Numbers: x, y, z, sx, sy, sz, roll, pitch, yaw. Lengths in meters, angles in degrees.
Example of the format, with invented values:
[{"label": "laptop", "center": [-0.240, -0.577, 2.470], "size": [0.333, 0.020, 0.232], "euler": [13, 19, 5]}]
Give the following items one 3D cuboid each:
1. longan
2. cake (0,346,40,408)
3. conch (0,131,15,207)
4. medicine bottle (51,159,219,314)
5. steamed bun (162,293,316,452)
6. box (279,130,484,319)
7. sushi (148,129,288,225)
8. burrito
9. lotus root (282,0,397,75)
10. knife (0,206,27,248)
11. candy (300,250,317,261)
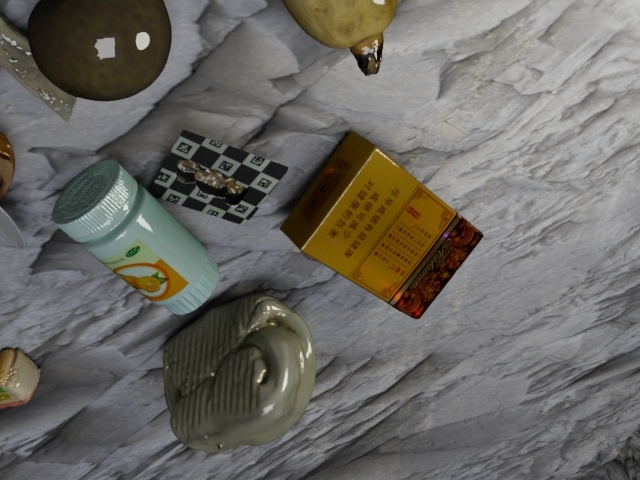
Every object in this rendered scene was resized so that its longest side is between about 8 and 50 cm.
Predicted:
[{"label": "longan", "center": [-0.326, -0.307, 0.943], "size": [0.212, 0.198, 0.198], "euler": [-37, 132, -9]}, {"label": "cake", "center": [-0.737, 0.331, 1.361], "size": [0.225, 0.090, 0.109], "euler": [-25, 135, 0]}, {"label": "conch", "center": [-0.582, -0.135, 1.058], "size": [0.109, 0.093, 0.330], "euler": [-19, 154, -29]}, {"label": "medicine bottle", "center": [-0.341, 0.006, 1.205], "size": [0.158, 0.158, 0.318], "euler": [-34, 131, 7]}, {"label": "steamed bun", "center": [-0.170, 0.316, 1.408], "size": [0.368, 0.342, 0.255], "euler": [-24, 137, 22]}, {"label": "box", "center": [0.147, -0.016, 1.369], "size": [0.415, 0.116, 0.264], "euler": [31, 98, -38]}, {"label": "sushi", "center": [-0.200, -0.133, 1.218], "size": [0.215, 0.050, 0.192], "euler": [18, 135, -27]}, {"label": "burrito", "center": [-0.463, -0.285, 0.989], "size": [0.087, 0.060, 0.226], "euler": [-34, 132, 14]}, {"label": "lotus root", "center": [0.037, -0.402, 1.018], "size": [0.183, 0.182, 0.310], "euler": [-34, 133, 7]}, {"label": "knife", "center": [-0.595, -0.086, 1.027], "size": [0.081, 0.043, 0.336], "euler": [-9, 144, 23]}, {"label": "candy", "center": [0.000, 0.000, 1.407], "size": [0.103, 0.043, 0.103], "euler": [-12, 131, -14]}]
